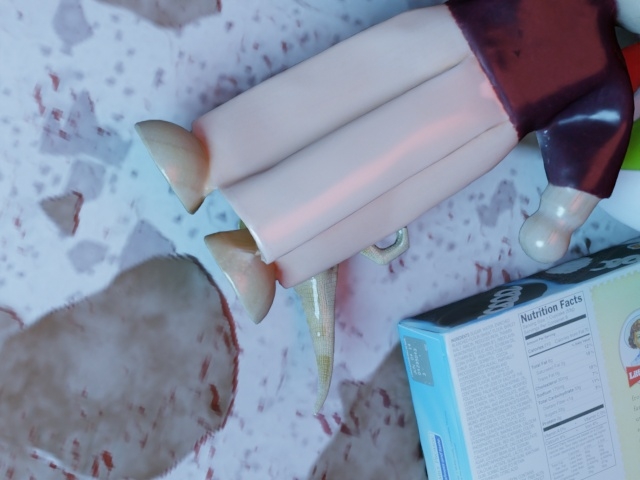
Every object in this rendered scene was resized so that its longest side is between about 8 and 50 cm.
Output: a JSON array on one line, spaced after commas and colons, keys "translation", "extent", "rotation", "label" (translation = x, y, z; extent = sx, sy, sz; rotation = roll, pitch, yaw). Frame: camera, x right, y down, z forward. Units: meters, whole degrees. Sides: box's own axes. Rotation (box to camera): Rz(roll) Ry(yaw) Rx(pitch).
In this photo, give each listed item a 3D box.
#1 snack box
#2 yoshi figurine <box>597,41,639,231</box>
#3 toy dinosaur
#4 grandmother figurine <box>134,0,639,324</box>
[{"translation": [0.214, 0.098, 0.911], "extent": [0.322, 0.060, 0.187], "rotation": [-17, 101, -26], "label": "snack box"}, {"translation": [0.281, -0.110, 0.835], "extent": [0.203, 0.203, 0.362], "rotation": [11, 71, -35], "label": "yoshi figurine"}, {"translation": [0.000, 0.000, 0.804], "extent": [0.093, 0.053, 0.183], "rotation": [-18, 96, -10], "label": "toy dinosaur"}, {"translation": [0.087, -0.085, 0.735], "extent": [0.342, 0.104, 0.208], "rotation": [-32, 105, -2], "label": "grandmother figurine"}]
